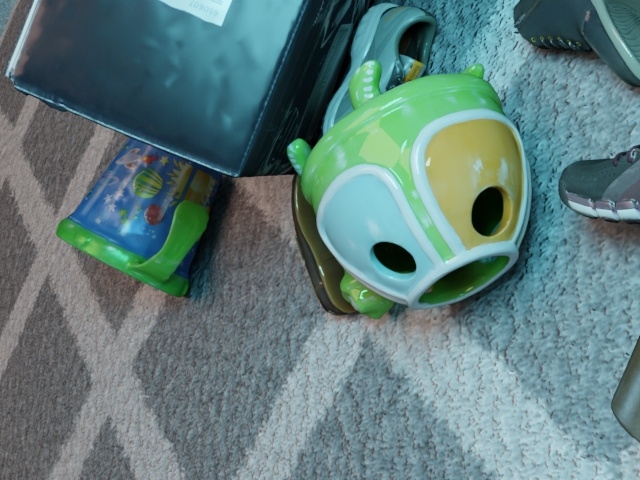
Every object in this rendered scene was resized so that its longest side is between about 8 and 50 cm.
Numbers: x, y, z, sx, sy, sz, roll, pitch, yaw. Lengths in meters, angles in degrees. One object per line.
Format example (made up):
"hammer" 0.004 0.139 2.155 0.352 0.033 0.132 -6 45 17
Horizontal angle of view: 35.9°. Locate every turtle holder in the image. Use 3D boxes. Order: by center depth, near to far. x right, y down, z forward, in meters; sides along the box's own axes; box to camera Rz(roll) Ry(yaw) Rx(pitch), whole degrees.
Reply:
"turtle holder" 0.090 -0.035 1.118 0.320 0.243 0.227 -35 66 29

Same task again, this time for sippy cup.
"sippy cup" -0.284 -0.054 1.649 0.305 0.240 0.224 26 86 23

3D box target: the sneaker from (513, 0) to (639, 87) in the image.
"sneaker" 0.295 -0.224 1.078 0.118 0.083 0.222 -61 40 47

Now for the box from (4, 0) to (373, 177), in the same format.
"box" -0.097 -0.348 1.257 0.472 0.297 0.479 -38 -29 -82

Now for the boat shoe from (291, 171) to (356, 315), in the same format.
"boat shoe" 0.000 0.000 1.312 0.073 0.073 0.207 170 88 -68

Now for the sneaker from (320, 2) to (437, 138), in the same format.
"sneaker" 0.081 -0.189 1.313 0.108 0.100 0.271 11 84 49

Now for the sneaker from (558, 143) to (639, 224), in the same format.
"sneaker" 0.333 -0.102 0.883 0.281 0.106 0.162 5 118 45

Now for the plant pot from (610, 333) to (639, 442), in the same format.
"plant pot" 0.334 0.098 0.815 0.167 0.167 0.165 45 119 51
